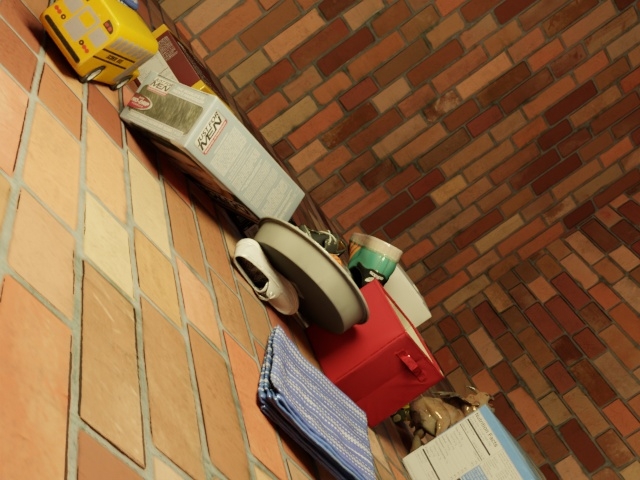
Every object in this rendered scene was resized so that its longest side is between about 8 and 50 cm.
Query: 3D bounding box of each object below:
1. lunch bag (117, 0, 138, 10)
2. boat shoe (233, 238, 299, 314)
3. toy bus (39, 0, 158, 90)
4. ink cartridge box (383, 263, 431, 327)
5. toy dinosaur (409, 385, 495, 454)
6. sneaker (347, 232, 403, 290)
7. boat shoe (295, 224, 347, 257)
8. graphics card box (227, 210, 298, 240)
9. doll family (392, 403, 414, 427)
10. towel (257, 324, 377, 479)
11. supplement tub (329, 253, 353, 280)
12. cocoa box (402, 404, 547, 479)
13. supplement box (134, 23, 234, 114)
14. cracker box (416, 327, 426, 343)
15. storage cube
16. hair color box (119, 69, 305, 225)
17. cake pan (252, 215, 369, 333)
[{"bbox_3d":[-0.544,-0.629,1.900,0.303,0.115,0.243,56,8,22],"label":"lunch bag"},{"bbox_3d":[-0.105,0.081,1.613,0.184,0.066,0.063,61,28,-25],"label":"boat shoe"},{"bbox_3d":[-0.385,-0.356,1.505,0.108,0.130,0.333,54,6,-3],"label":"toy bus"},{"bbox_3d":[0.130,0.167,2.112,0.168,0.232,0.171,53,6,-11],"label":"ink cartridge box"},{"bbox_3d":[0.288,0.422,2.024,0.295,0.127,0.200,25,44,-34],"label":"toy dinosaur"},{"bbox_3d":[0.102,0.057,1.949,0.108,0.121,0.302,28,-3,-5],"label":"sneaker"},{"bbox_3d":[0.000,0.000,1.925,0.084,0.079,0.233,61,9,20],"label":"boat shoe"},{"bbox_3d":[-0.147,-0.076,1.970,0.371,0.094,0.233,55,6,7],"label":"graphics card box"},{"bbox_3d":[0.201,0.398,2.122,0.111,0.076,0.193,0,57,-59],"label":"doll family"},{"bbox_3d":[0.003,0.265,1.339,0.243,0.040,0.336,45,7,-9],"label":"towel"},{"bbox_3d":[0.025,0.127,1.869,0.117,0.117,0.190,-119,-173,-50],"label":"supplement tub"},{"bbox_3d":[0.382,0.566,1.867,0.347,0.228,0.231,48,9,-46],"label":"cocoa box"},{"bbox_3d":[-0.329,-0.359,1.959,0.194,0.129,0.191,57,6,17],"label":"supplement box"},{"bbox_3d":[0.192,0.285,2.309,0.067,0.155,0.232,57,7,21],"label":"cracker box"},{"bbox_3d":[0.111,0.236,1.775,0.184,0.193,0.215,50,7,-37],"label":"storage cube"},{"bbox_3d":[-0.199,-0.161,1.649,0.185,0.113,0.374,26,-12,33],"label":"hair color box"},{"bbox_3d":[-0.031,0.077,1.658,0.293,0.054,0.293,39,-19,16],"label":"cake pan"}]
